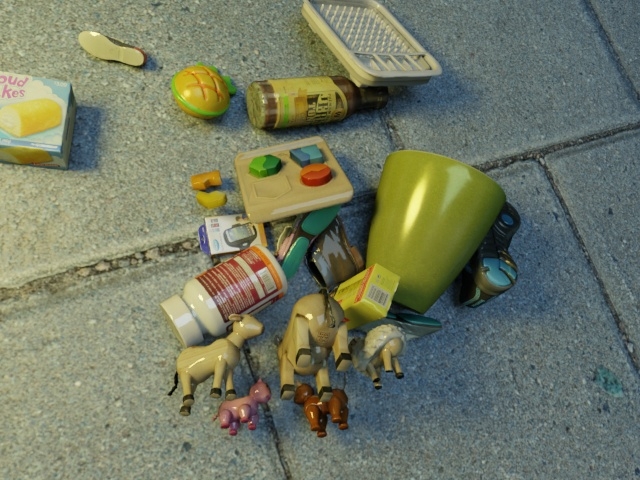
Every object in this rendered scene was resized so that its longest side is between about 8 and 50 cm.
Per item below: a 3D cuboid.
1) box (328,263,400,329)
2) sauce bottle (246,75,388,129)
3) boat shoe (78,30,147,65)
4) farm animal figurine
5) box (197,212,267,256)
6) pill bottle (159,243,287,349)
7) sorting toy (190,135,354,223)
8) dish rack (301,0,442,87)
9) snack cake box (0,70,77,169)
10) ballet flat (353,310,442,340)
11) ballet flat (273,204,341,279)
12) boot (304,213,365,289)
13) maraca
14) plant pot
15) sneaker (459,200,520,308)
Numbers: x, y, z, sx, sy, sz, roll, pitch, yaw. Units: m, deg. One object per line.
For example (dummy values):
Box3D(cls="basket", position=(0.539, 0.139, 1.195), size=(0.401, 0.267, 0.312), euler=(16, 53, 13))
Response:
Box3D(cls="box", position=(0.068, 0.121, 0.920), size=(0.058, 0.232, 0.087), euler=(30, 65, -10))
Box3D(cls="sauce bottle", position=(0.003, -0.333, 1.104), size=(0.344, 0.111, 0.111), euler=(-14, 79, -24))
Box3D(cls="boat shoe", position=(-0.445, -0.413, 1.008), size=(0.137, 0.049, 0.043), euler=(15, 27, -12))
Box3D(cls="farm animal figurine", position=(-0.060, 0.204, 0.835), size=(0.330, 0.327, 0.172), euler=(24, 34, -27))
Box3D(cls="box", position=(-0.186, -0.013, 0.985), size=(0.136, 0.028, 0.081), euler=(-8, 77, -23))
Box3D(cls="pill bottle", position=(-0.183, 0.107, 0.898), size=(0.221, 0.121, 0.121), euler=(-30, 86, -25))
Box3D(cls="sorting toy", position=(-0.109, -0.127, 0.955), size=(0.307, 0.041, 0.229), euler=(-14, 43, -8))
Box3D(cls="dish rack", position=(0.116, -0.490, 1.159), size=(0.285, 0.072, 0.333), euler=(-16, 64, -35))
Box3D(cls="snack cake box", position=(-0.610, -0.231, 0.867), size=(0.264, 0.089, 0.152), euler=(4, 73, -19))
Box3D(cls="ballet flat", position=(0.165, 0.190, 1.036), size=(0.213, 0.072, 0.068), euler=(14, 97, -14))
Box3D(cls="ballet flat", position=(-0.042, -0.022, 0.977), size=(0.077, 0.079, 0.221), euler=(27, 97, -47))
Box3D(cls="boot", position=(0.000, 0.000, 1.018), size=(0.106, 0.082, 0.219), euler=(-34, 89, -28))
Box3D(cls="maraca", position=(-0.252, -0.333, 1.025), size=(0.127, 0.099, 0.185), euler=(37, 40, -15))
Box3D(cls="plant pot", position=(0.215, 0.000, 1.015), size=(0.275, 0.275, 0.293), euler=(25, 82, -11))
Box3D(cls="sneaker", position=(0.396, 0.012, 1.142), size=(0.125, 0.139, 0.341), euler=(27, 47, 1))
